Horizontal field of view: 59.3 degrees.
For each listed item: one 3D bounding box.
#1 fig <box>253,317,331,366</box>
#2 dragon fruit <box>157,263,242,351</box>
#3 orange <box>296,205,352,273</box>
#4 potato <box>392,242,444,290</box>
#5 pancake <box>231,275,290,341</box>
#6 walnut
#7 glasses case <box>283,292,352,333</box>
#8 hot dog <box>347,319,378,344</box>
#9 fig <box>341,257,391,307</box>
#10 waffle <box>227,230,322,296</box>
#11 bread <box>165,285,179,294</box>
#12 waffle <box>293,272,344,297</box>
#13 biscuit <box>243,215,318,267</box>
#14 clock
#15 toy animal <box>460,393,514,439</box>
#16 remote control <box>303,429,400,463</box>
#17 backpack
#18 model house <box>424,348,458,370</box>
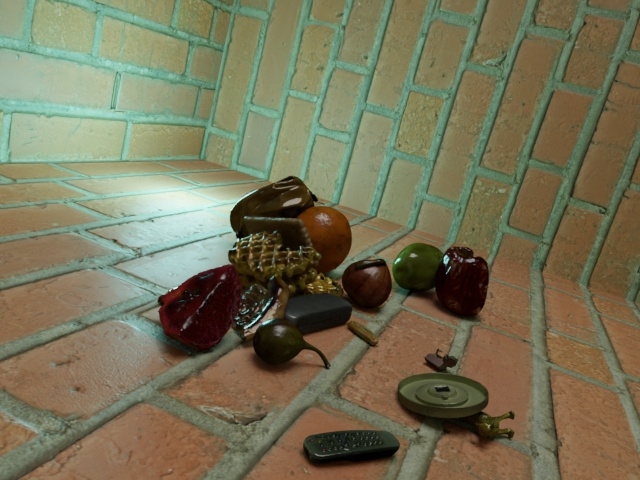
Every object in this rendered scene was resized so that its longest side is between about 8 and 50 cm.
[{"bbox_3d":[-0.065,0.287,1.502,0.236,0.124,0.124,22,11,-20],"label":"fig"},{"bbox_3d":[-0.340,0.188,1.525,0.211,0.134,0.262,8,44,33],"label":"dragon fruit"},{"bbox_3d":[0.000,0.000,2.312,0.226,0.284,0.284,21,14,40],"label":"orange"},{"bbox_3d":[0.433,0.119,2.463,0.304,0.216,0.216,-9,26,-41],"label":"potato"},{"bbox_3d":[-0.174,0.193,1.659,0.212,0.056,0.257,-24,33,-18],"label":"pancake"},{"bbox_3d":[0.606,0.169,2.328,0.244,0.269,0.222,6,14,-21],"label":"walnut"},{"bbox_3d":[-0.032,0.231,1.805,0.131,0.074,0.323,25,17,35],"label":"glasses case"},{"bbox_3d":[0.140,0.299,1.819,0.044,0.028,0.137,-26,33,-29],"label":"hot dog"},{"bbox_3d":[0.181,0.150,2.099,0.205,0.205,0.205,14,14,-4],"label":"fig"},{"bbox_3d":[-0.176,0.078,1.980,0.261,0.151,0.324,-19,27,-39],"label":"waffle"},{"bbox_3d":[-0.372,0.173,1.702,0.139,0.060,0.178,19,14,16],"label":"bread"},{"bbox_3d":[-0.052,0.160,2.090,0.280,0.060,0.262,25,17,35],"label":"waffle"},{"bbox_3d":[-0.159,0.005,2.176,0.325,0.217,0.044,6,38,41],"label":"biscuit"},{"bbox_3d":[0.320,0.400,1.478,0.235,0.029,0.235,-1,9,0],"label":"clock"},{"bbox_3d":[0.402,0.445,1.445,0.136,0.073,0.181,2,18,-34],"label":"toy animal"},{"bbox_3d":[0.068,0.435,1.188,0.222,0.042,0.072,6,16,-27],"label":"remote control"},{"bbox_3d":[-0.196,-0.092,2.410,0.378,0.353,0.201,-21,50,-14],"label":"backpack"},{"bbox_3d":[0.370,0.370,1.729,0.058,0.057,0.083,8,17,-43],"label":"model house"}]
